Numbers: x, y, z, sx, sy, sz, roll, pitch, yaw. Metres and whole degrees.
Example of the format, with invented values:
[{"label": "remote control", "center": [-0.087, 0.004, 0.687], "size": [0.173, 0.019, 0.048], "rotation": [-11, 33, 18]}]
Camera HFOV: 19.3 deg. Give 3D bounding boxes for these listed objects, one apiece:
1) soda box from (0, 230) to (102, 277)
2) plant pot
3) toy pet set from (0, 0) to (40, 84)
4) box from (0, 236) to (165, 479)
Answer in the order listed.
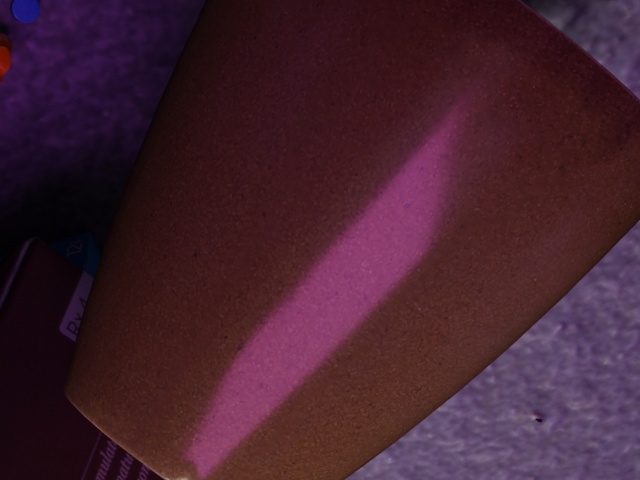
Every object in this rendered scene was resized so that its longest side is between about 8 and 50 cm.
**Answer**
[{"label": "soda box", "center": [-0.131, 0.100, 1.117], "size": [0.067, 0.071, 0.210], "rotation": [-14, 129, 9]}, {"label": "plant pot", "center": [0.000, 0.000, 0.880], "size": [0.237, 0.237, 0.254], "rotation": [37, 87, -29]}, {"label": "toy pet set", "center": [-0.229, -0.102, 0.962], "size": [0.122, 0.065, 0.114], "rotation": [32, 76, -28]}, {"label": "box", "center": [-0.233, 0.178, 1.032], "size": [0.143, 0.191, 0.381], "rotation": [36, 135, -18]}]
